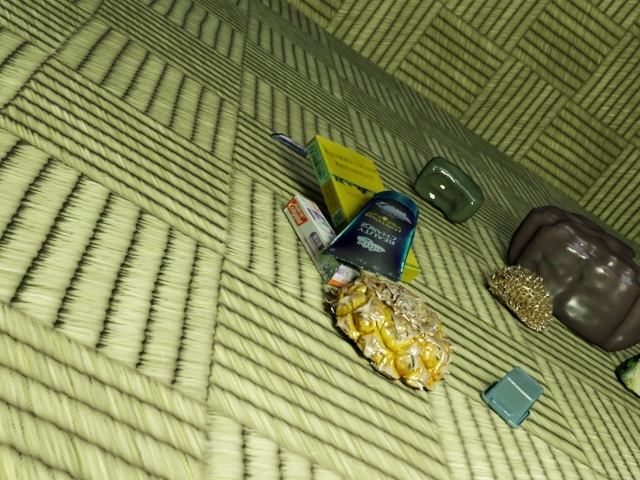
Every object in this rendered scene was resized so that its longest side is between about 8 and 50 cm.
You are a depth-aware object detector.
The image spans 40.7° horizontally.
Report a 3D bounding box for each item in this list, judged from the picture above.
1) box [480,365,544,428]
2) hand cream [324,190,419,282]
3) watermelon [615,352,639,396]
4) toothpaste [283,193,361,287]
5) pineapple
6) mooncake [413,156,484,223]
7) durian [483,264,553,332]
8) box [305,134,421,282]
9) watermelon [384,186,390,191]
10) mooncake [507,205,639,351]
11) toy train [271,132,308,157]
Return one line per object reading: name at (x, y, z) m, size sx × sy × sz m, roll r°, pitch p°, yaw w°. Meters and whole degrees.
box at (0.295, 0.233, 1.307) m, size 0.074 × 0.054 × 0.099 m, roll 41°, pitch 20°, yaw 17°
hand cream at (0.094, -0.008, 1.371) m, size 0.120 × 0.061 × 0.270 m, roll 23°, pitch 28°, yaw 6°
watermelon at (0.784, 0.307, 1.879) m, size 0.303 × 0.128 × 0.159 m, roll 31°, pitch 20°, yaw -17°
toothpaste at (0.000, 0.000, 1.355) m, size 0.047 × 0.040 × 0.196 m, roll 25°, pitch 22°, yaw -39°
pineapple at (0.108, 0.118, 1.220) m, size 0.225 × 0.076 × 0.225 m, roll 32°, pitch 22°, yaw -15°
mooncake at (0.309, -0.119, 2.075) m, size 0.168 × 0.104 × 0.175 m, roll 20°, pitch 27°, yaw -48°
durian at (0.412, 0.101, 1.763) m, size 0.188 × 0.091 × 0.148 m, roll 31°, pitch 20°, yaw -13°
box at (0.072, -0.059, 1.520) m, size 0.153 × 0.041 × 0.279 m, roll 19°, pitch 40°, yaw -41°
watermelon at (0.102, -0.047, 1.656) m, size 0.181 × 0.075 × 0.092 m, roll 38°, pitch 64°, yaw 11°
mooncake at (0.620, 0.071, 2.047) m, size 0.350 × 0.212 × 0.381 m, roll 24°, pitch 20°, yaw -17°
toy train at (-0.061, -0.196, 1.737) m, size 0.083 × 0.017 × 0.017 m, roll 31°, pitch 19°, yaw -16°
